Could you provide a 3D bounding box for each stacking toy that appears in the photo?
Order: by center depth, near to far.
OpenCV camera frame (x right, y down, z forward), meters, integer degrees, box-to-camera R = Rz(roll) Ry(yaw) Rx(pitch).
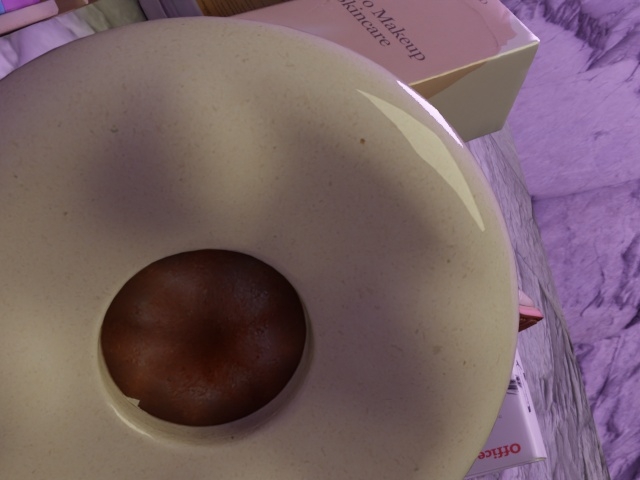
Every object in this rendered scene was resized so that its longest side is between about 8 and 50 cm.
[{"bbox_3d":[-0.092,-0.015,0.863,0.480,0.351,0.350,-113,178,-67],"label":"stacking toy"}]

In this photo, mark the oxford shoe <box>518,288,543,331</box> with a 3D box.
[{"bbox_3d":[0.247,0.080,1.959,0.146,0.140,0.397,69,14,15],"label":"oxford shoe"}]

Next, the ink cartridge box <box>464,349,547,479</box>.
[{"bbox_3d":[0.193,0.204,1.635,0.086,0.148,0.203,26,49,-69],"label":"ink cartridge box"}]

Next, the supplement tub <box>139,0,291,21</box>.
[{"bbox_3d":[-0.071,-0.275,1.225,0.144,0.200,0.144,-18,90,-74],"label":"supplement tub"}]

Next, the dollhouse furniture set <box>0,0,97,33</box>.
[{"bbox_3d":[-0.136,-0.279,0.854,0.286,0.303,0.198,-57,127,-68],"label":"dollhouse furniture set"}]

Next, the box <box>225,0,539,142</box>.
[{"bbox_3d":[0.036,-0.147,1.171,0.148,0.311,0.121,49,-37,25],"label":"box"}]
